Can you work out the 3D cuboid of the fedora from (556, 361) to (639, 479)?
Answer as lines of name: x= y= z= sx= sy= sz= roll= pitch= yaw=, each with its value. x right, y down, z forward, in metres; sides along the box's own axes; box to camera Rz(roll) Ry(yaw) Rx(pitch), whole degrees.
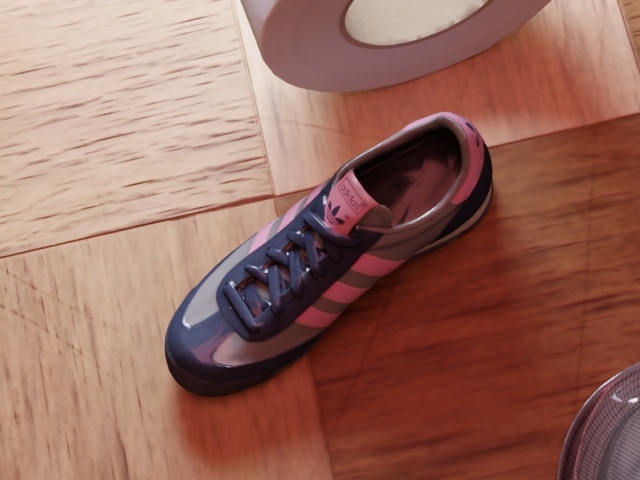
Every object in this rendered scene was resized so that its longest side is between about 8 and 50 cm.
fedora: x=0.301 y=0.196 z=1.356 sx=0.243 sy=0.124 sz=0.276 roll=2 pitch=69 yaw=6

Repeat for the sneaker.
sneaker: x=0.000 y=0.000 z=1.456 sx=0.319 sy=0.131 sz=0.112 roll=-38 pitch=71 yaw=-9

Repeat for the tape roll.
tape roll: x=0.068 y=-0.235 z=1.457 sx=0.286 sy=0.286 sz=0.100 roll=-19 pitch=69 yaw=-2
